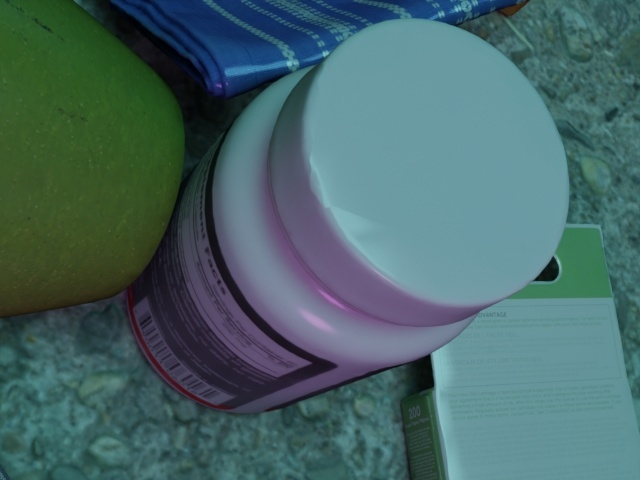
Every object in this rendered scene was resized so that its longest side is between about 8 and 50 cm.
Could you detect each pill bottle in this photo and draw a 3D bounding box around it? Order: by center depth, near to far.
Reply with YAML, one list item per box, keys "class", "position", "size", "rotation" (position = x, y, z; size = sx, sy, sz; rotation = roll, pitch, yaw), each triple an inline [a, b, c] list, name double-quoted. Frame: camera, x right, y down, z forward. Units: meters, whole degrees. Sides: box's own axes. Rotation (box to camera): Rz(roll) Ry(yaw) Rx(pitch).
- class: "pill bottle"
  position: [0.000, 0.000, 0.574]
  size: [0.161, 0.283, 0.161]
  rotation: [7, 71, -23]

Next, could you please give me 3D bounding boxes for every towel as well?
- class: "towel"
  position: [0.037, -0.187, 0.668]
  size: [0.336, 0.243, 0.040]
  rotation: [-22, 124, -17]

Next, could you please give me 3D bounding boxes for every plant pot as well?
- class: "plant pot"
  position: [-0.227, -0.063, 0.519]
  size: [0.293, 0.275, 0.275]
  rotation: [16, 67, -36]

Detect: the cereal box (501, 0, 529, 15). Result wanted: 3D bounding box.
- class: "cereal box"
  position: [0.137, -0.331, 0.873]
  size: [0.173, 0.047, 0.240]
  rotation: [28, 65, -13]

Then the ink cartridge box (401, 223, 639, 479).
- class: "ink cartridge box"
  position: [0.142, 0.106, 0.735]
  size: [0.171, 0.056, 0.235]
  rotation: [1, 71, -25]

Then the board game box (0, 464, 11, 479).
- class: "board game box"
  position: [-0.252, 0.176, 0.532]
  size: [0.194, 0.060, 0.194]
  rotation: [-33, 89, -28]
